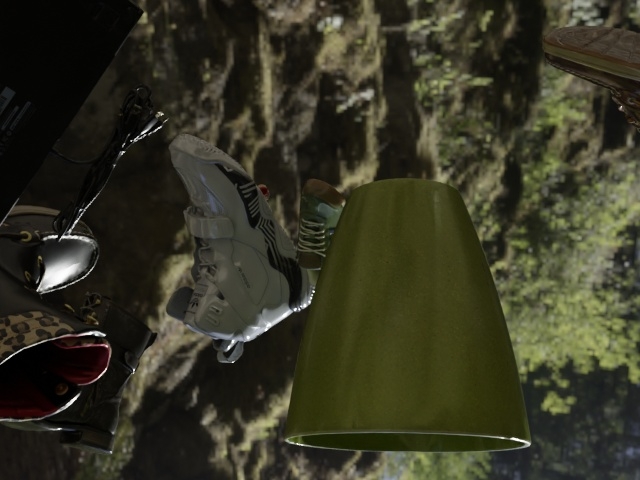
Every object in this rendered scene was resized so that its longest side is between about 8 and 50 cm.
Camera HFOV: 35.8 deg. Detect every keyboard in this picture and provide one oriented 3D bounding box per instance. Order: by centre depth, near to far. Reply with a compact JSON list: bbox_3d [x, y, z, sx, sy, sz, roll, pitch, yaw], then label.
[{"bbox_3d":[-0.268,-0.096,0.905,0.201,0.317,0.033,35,180,-34],"label":"keyboard"}]

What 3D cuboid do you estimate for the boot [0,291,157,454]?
[{"bbox_3d":[-0.374,0.182,1.487,0.091,0.229,0.263,-5,151,38],"label":"boot"}]

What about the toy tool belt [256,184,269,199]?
[{"bbox_3d":[-0.133,-0.082,1.729,0.083,0.052,0.051,-32,-139,9],"label":"toy tool belt"}]

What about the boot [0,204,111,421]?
[{"bbox_3d":[-0.358,0.078,1.190,0.284,0.138,0.377,33,-162,28],"label":"boot"}]

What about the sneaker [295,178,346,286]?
[{"bbox_3d":[0.000,0.000,1.354,0.064,0.192,0.086,18,-113,17],"label":"sneaker"}]

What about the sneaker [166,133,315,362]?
[{"bbox_3d":[-0.169,0.021,1.575,0.210,0.366,0.137,-44,-152,-21],"label":"sneaker"}]

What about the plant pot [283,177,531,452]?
[{"bbox_3d":[0.100,0.087,1.148,0.275,0.293,0.275,2,164,0],"label":"plant pot"}]

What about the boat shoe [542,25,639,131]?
[{"bbox_3d":[0.463,-0.201,1.377,0.342,0.123,0.123,22,-143,21],"label":"boat shoe"}]
